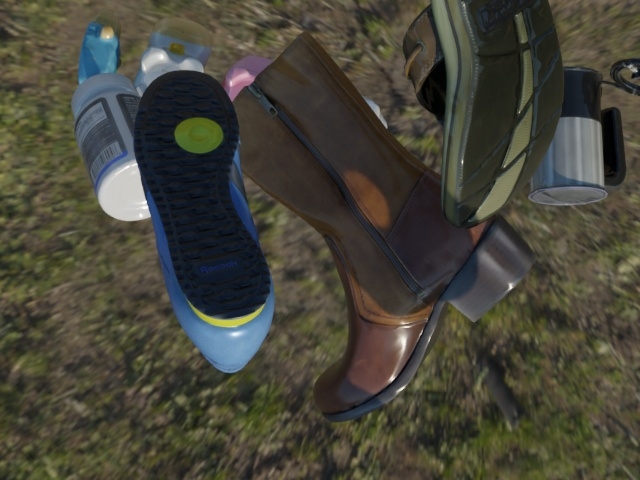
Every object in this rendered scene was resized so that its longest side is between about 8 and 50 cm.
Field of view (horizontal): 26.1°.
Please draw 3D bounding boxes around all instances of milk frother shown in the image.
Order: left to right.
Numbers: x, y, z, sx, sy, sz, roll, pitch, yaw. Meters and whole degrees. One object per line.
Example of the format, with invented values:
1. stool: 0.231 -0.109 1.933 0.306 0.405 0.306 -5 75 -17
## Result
1. milk frother: 0.293 -0.116 1.460 0.129 0.143 0.135 3 78 -19

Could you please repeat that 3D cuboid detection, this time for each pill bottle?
1. pill bottle: -0.185 -0.090 1.286 0.078 0.078 0.137 -33 49 8

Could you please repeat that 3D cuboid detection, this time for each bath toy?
1. bath toy: -0.096 -0.154 1.548 0.348 0.129 0.151 17 69 -3

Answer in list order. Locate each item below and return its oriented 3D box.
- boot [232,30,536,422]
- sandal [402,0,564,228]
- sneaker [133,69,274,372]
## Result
1. boot: 0.000 0.000 1.193 0.280 0.096 0.264 42 128 -4
2. sandal: 0.110 -0.156 1.025 0.086 0.120 0.303 18 123 46
3. sneaker: -0.077 -0.013 0.877 0.069 0.082 0.209 -9 57 -11
